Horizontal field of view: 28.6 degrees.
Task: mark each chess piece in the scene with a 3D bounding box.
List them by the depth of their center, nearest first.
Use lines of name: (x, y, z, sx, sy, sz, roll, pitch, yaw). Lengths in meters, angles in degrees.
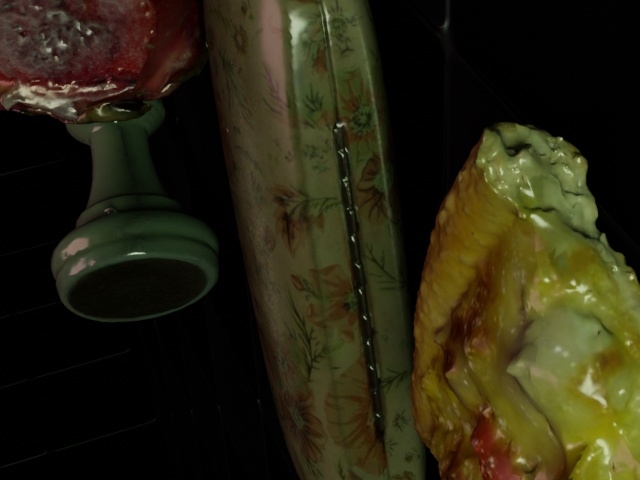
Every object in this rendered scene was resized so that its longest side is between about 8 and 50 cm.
chess piece: (-0.234, -0.072, 1.492, 0.195, 0.194, 0.299, 104, 157, -62)

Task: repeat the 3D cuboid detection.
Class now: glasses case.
glasses case: (0.000, 0.000, 0.807, 0.156, 0.098, 0.426, -128, 26, -62)

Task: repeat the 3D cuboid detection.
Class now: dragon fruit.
dragon fruit: (-0.226, -0.245, 1.153, 0.291, 0.250, 0.269, -100, 7, -64)

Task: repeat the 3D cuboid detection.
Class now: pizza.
pizza: (0.112, 0.106, 0.541, 0.288, 0.075, 0.280, -119, 19, -44)
